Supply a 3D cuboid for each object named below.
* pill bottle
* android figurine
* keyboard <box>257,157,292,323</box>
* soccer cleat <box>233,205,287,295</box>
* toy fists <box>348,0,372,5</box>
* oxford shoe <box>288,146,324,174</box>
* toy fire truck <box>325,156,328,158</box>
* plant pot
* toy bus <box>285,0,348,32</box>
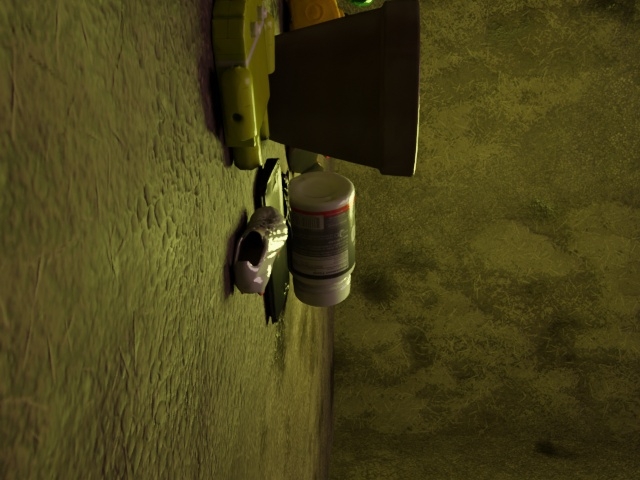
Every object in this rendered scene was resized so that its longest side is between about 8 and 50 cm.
[{"bbox_3d":[0.000,0.000,1.658,0.161,0.161,0.283,-83,172,-56],"label":"pill bottle"},{"bbox_3d":[-0.103,-0.244,1.006,0.248,0.056,0.273,-83,174,-55],"label":"android figurine"},{"bbox_3d":[-0.087,-0.015,1.396,0.201,0.033,0.317,-72,164,-54],"label":"keyboard"},{"bbox_3d":[-0.092,0.000,1.111,0.196,0.068,0.076,-80,167,-49],"label":"soccer cleat"},{"bbox_3d":[0.026,-0.640,1.605,0.279,0.096,0.142,45,5,-17],"label":"toy fists"},{"bbox_3d":[-0.048,-0.209,1.745,0.076,0.076,0.212,61,1,13],"label":"oxford shoe"},{"bbox_3d":[-0.025,-0.264,1.761,0.047,0.135,0.192,-49,150,0],"label":"toy fire truck"},{"bbox_3d":[0.039,-0.278,1.346,0.323,0.280,0.323,0,90,-86],"label":"plant pot"},{"bbox_3d":[-0.016,-0.523,1.659,0.220,0.149,0.211,-72,146,-82],"label":"toy bus"}]
